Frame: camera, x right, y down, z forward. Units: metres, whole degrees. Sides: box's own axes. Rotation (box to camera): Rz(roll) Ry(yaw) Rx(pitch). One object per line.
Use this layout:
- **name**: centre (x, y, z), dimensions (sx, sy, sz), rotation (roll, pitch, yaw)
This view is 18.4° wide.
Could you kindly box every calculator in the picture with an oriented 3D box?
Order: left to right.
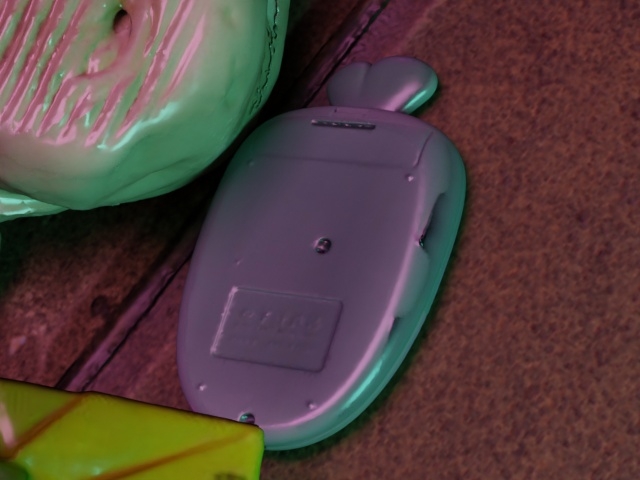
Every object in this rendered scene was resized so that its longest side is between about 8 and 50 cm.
- **calculator**: centre (0.000, 0.000, 1.322), dimensions (0.185, 0.041, 0.299), rotation (8, 67, 31)

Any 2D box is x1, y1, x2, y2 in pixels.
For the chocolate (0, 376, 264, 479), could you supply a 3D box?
- **chocolate**: centre (-0.199, 0.237, 1.171), dimensions (0.289, 0.137, 0.301), rotation (11, 66, -6)

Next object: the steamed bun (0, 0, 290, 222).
- **steamed bun**: centre (-0.197, -0.167, 1.399), dimensions (0.352, 0.247, 0.339), rotation (2, 71, 3)
